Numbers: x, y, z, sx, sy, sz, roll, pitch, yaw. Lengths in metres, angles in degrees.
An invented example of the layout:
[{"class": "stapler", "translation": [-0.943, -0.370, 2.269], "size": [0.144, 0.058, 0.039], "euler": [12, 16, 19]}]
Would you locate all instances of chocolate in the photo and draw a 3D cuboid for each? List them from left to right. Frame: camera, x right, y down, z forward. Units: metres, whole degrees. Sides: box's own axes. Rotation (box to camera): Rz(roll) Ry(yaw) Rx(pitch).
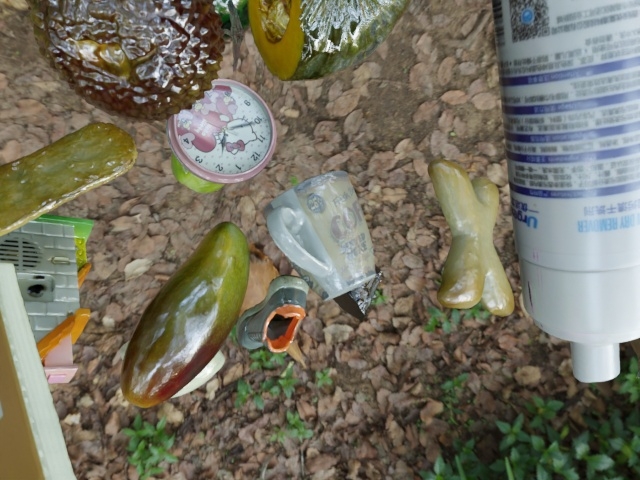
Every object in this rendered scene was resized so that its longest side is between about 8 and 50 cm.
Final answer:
[{"class": "chocolate", "translation": [0.106, 0.114, 1.388], "size": [0.133, 0.156, 0.156], "euler": [-43, 101, -16]}]

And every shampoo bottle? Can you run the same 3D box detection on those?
[{"class": "shampoo bottle", "translation": [0.161, -0.049, 0.318], "size": [0.092, 0.092, 0.304], "euler": [-15, 107, -6]}]

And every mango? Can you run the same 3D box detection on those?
[{"class": "mango", "translation": [-0.169, 0.097, 0.695], "size": [0.111, 0.133, 0.268], "euler": [23, 73, 18]}]

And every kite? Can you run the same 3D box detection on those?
[{"class": "kite", "translation": [-0.164, -0.381, 0.966], "size": [0.011, 0.156, 0.139], "euler": [-8, 116, -24]}]

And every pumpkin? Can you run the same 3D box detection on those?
[{"class": "pumpkin", "translation": [0.042, -0.375, 0.677], "size": [0.232, 0.242, 0.325], "euler": [-16, 137, -23]}]

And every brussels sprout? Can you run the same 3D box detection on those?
[{"class": "brussels sprout", "translation": [-0.278, -0.217, 1.318], "size": [0.161, 0.223, 0.223], "euler": [27, 94, 27]}]

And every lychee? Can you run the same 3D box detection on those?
[{"class": "lychee", "translation": [-0.263, -0.311, 0.748], "size": [0.267, 0.267, 0.268], "euler": [-1, 98, -8]}]

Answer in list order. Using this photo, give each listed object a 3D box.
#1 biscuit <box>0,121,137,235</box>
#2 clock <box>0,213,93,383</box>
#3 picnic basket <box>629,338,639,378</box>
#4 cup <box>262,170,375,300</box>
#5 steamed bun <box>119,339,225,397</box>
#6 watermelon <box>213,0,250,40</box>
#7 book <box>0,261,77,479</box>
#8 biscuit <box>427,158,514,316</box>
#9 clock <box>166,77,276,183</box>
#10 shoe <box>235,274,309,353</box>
[{"class": "biscuit", "translation": [-0.354, -0.077, 0.672], "size": [0.247, 0.029, 0.118], "euler": [-33, 59, -22]}, {"class": "clock", "translation": [-0.444, 0.086, 0.748], "size": [0.219, 0.255, 0.106], "euler": [8, 139, -38]}, {"class": "picnic basket", "translation": [0.373, -0.057, 0.340], "size": [0.293, 0.337, 0.337], "euler": [-34, 103, -34]}, {"class": "cup", "translation": [0.000, 0.000, 1.188], "size": [0.227, 0.301, 0.257], "euler": [-33, 78, 26]}, {"class": "steamed bun", "translation": [-0.394, 0.315, 1.370], "size": [0.250, 0.155, 0.200], "euler": [-20, 103, 24]}, {"class": "watermelon", "translation": [-0.248, -0.582, 1.200], "size": [0.242, 0.242, 0.243], "euler": [-1, 98, -8]}, {"class": "book", "translation": [-0.291, 0.228, 0.394], "size": [0.374, 0.028, 0.263], "euler": [-42, 65, 24]}, {"class": "biscuit", "translation": [0.214, -0.003, 0.735], "size": [0.164, 0.047, 0.208], "euler": [12, 68, -40]}, {"class": "clock", "translation": [-0.216, -0.245, 1.164], "size": [0.244, 0.056, 0.245], "euler": [3, 80, -20]}, {"class": "shoe", "translation": [-0.132, 0.250, 1.456], "size": [0.132, 0.171, 0.336], "euler": [18, 133, -25]}]
